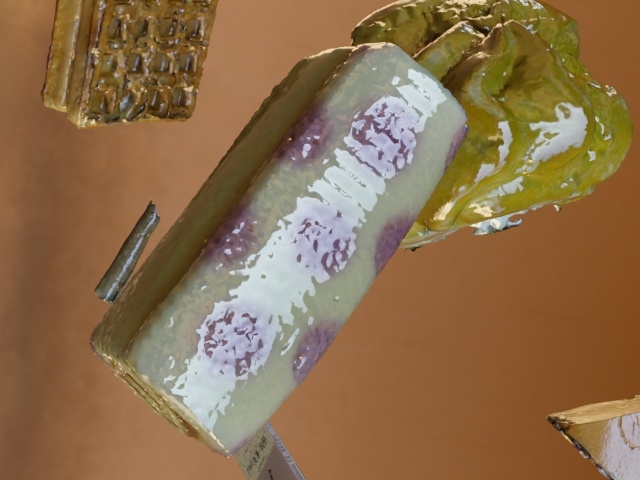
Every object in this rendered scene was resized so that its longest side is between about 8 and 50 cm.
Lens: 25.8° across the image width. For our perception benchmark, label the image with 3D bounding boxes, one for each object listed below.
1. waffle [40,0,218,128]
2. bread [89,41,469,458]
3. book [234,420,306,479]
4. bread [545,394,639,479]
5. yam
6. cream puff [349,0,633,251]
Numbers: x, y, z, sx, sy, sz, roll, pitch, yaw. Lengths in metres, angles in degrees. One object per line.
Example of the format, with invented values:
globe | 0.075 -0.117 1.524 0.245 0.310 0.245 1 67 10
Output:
waffle | -0.224 -0.297 1.746 0.213 0.091 0.308 -8 119 -49
bread | -0.033 0.005 1.155 0.338 0.155 0.187 -53 -158 -12
book | -0.078 0.329 2.048 0.181 0.014 0.127 55 -39 28
bread | 0.374 0.277 1.818 0.140 0.160 0.169 -65 158 -88
yam | -0.220 0.014 1.640 0.027 0.033 0.129 22 103 -51
cream puff | 0.151 -0.140 1.462 0.274 0.323 0.270 124 -52 -85
